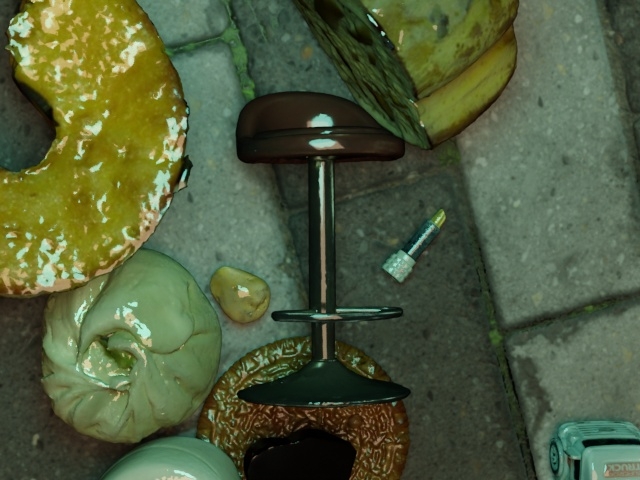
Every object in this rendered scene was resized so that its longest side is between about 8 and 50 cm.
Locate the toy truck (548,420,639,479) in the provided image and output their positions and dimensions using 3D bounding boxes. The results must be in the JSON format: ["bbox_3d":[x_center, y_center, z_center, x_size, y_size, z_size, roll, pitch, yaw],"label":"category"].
[{"bbox_3d":[0.395,0.413,1.804,0.136,0.162,0.305,0,97,-7],"label":"toy truck"}]

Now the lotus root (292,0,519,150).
[{"bbox_3d":[0.134,-0.269,1.622,0.250,0.316,0.316,-29,99,-6],"label":"lotus root"}]

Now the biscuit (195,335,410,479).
[{"bbox_3d":[-0.023,0.279,1.797,0.305,0.038,0.305,-1,97,-7],"label":"biscuit"}]

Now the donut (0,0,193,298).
[{"bbox_3d":[-0.361,-0.106,1.616,0.435,0.163,0.377,-35,86,-5],"label":"donut"}]

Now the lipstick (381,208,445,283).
[{"bbox_3d":[0.134,0.005,1.790,0.037,0.037,0.116,43,85,-10],"label":"lipstick"}]

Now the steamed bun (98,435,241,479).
[{"bbox_3d":[-0.226,0.366,1.719,0.164,0.146,0.241,41,99,-5],"label":"steamed bun"}]

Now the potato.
[{"bbox_3d":[-0.109,0.071,1.756,0.083,0.062,0.068,37,75,11],"label":"potato"}]

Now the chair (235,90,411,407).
[{"bbox_3d":[0.000,0.000,1.657,0.226,0.226,0.401,-1,90,-7],"label":"chair"}]

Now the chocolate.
[{"bbox_3d":[-0.028,0.306,1.743,0.149,0.080,0.125,-15,109,-11],"label":"chocolate"}]

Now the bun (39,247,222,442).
[{"bbox_3d":[-0.246,0.140,1.693,0.259,0.160,0.259,-1,96,-10],"label":"bun"}]
